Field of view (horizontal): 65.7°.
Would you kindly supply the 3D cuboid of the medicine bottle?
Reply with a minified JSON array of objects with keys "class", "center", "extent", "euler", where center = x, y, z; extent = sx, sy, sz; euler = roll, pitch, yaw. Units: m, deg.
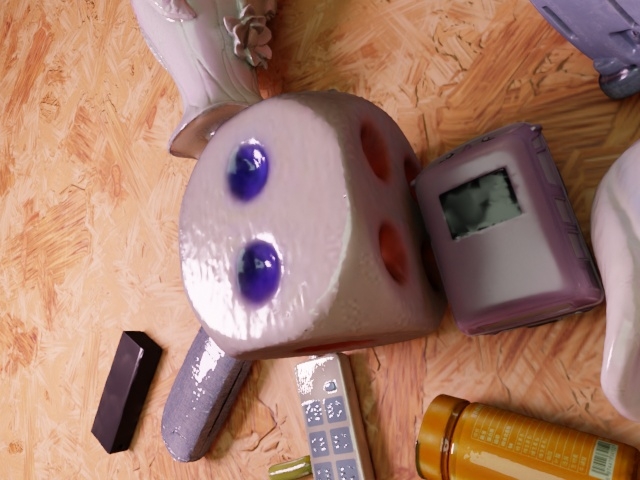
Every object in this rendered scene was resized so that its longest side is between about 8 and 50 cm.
[{"class":"medicine bottle","center":[0.201,0.224,0.494],"extent":[0.191,0.096,0.097],"euler":[6,86,36]}]

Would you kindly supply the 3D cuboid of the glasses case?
[{"class":"glasses case","center":[-0.183,0.229,0.802],"extent":[0.109,0.067,0.283],"euler":[35,106,38]}]

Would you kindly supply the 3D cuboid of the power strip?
[{"class":"power strip","center":[0.018,0.246,0.668],"extent":[0.081,0.035,0.192],"euler":[-23,71,32]}]

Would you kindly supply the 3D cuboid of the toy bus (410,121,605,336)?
[{"class":"toy bus","center":[0.189,-0.013,0.510],"extent":[0.141,0.142,0.203],"euler":[-24,69,32]}]

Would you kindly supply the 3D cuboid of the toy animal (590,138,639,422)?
[{"class":"toy animal","center":[0.340,0.038,0.364],"extent":[0.248,0.174,0.290],"euler":[10,61,7]}]

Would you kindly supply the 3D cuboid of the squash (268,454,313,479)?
[{"class":"squash","center":[-0.035,0.323,0.700],"extent":[0.083,0.027,0.028],"euler":[-28,67,30]}]

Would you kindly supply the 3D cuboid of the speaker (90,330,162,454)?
[{"class":"speaker","center":[-0.372,0.288,0.949],"extent":[0.082,0.044,0.218],"euler":[24,98,37]}]

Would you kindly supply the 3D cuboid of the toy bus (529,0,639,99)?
[{"class":"toy bus","center":[0.298,-0.262,0.389],"extent":[0.197,0.294,0.232],"euler":[39,102,-10]}]

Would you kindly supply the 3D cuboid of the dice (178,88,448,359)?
[{"class":"dice","center":[0.000,0.000,0.583],"extent":[0.243,0.259,0.252],"euler":[-19,71,31]}]

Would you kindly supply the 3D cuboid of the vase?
[{"class":"vase","center":[-0.184,-0.342,0.797],"extent":[0.249,0.249,0.446],"euler":[-23,74,32]}]
